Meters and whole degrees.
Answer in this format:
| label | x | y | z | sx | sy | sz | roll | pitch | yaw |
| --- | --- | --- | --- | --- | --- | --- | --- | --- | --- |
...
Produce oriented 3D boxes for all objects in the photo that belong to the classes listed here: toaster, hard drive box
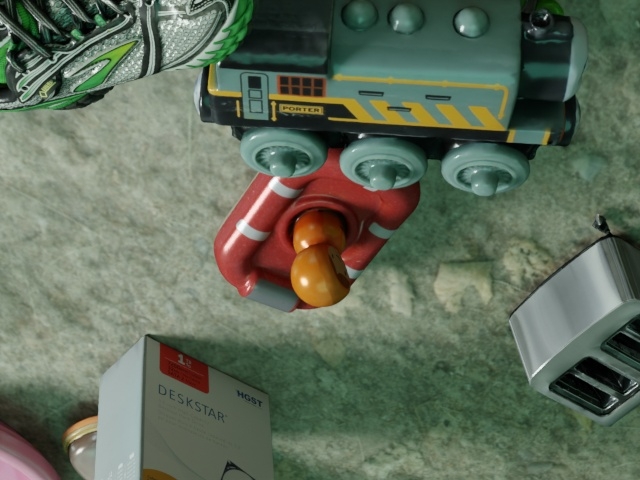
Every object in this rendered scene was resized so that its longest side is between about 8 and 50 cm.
| label | x | y | z | sx | sy | sz | roll | pitch | yaw |
| --- | --- | --- | --- | --- | --- | --- | --- | --- | --- |
| toaster | 0.311 | 0.094 | 1.329 | 0.185 | 0.110 | 0.168 | 29 | 122 | -28 |
| hard drive box | -0.145 | 0.243 | 1.328 | 0.181 | 0.232 | 0.089 | 29 | 122 | -29 |

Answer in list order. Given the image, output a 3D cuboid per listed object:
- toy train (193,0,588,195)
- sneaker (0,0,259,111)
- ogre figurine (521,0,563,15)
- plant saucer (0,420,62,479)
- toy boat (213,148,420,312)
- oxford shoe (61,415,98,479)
| label | x | y | z | sx | sy | sz | roll | pitch | yaw |
| --- | --- | --- | --- | --- | --- | --- | --- | --- | --- |
| toy train | 0.057 | -0.134 | 1.028 | 0.333 | 0.142 | 0.190 | 5 | 155 | 2 |
| sneaker | -0.178 | -0.164 | 0.926 | 0.343 | 0.146 | 0.134 | -22 | 92 | 44 |
| ogre figurine | 0.166 | -0.264 | 1.002 | 0.118 | 0.097 | 0.197 | 0 | 144 | -22 |
| plant saucer | -0.459 | 0.297 | 1.441 | 0.332 | 0.084 | 0.332 | -3 | 133 | -3 |
| toy boat | 0.000 | 0.000 | 1.181 | 0.151 | 0.151 | 0.231 | 21 | 126 | -24 |
| oxford shoe | -0.156 | 0.324 | 1.466 | 0.130 | 0.133 | 0.363 | -36 | 126 | 24 |
